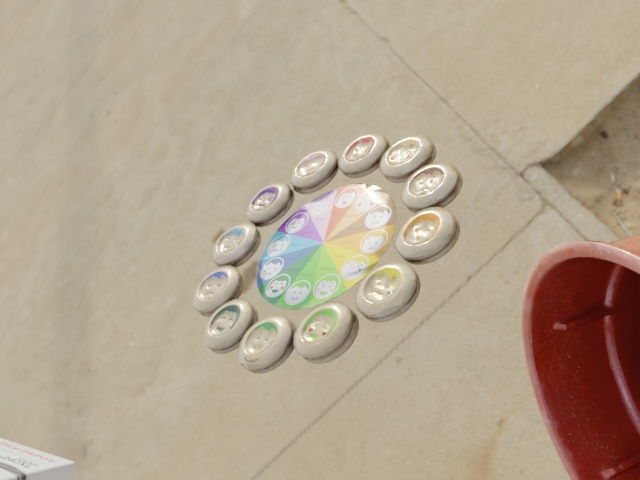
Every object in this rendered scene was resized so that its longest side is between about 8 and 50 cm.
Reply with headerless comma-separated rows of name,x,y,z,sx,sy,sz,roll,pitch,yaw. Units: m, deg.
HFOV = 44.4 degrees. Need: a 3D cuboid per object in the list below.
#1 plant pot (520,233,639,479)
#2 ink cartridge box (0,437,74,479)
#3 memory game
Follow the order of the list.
plant pot,0.321,0.083,0.519,0.265,0.272,0.272,-21,39,-13
ink cartridge box,-0.301,0.215,0.660,0.109,0.150,0.063,8,89,26
memory game,0.000,0.000,0.471,0.186,0.012,0.186,-25,37,20
